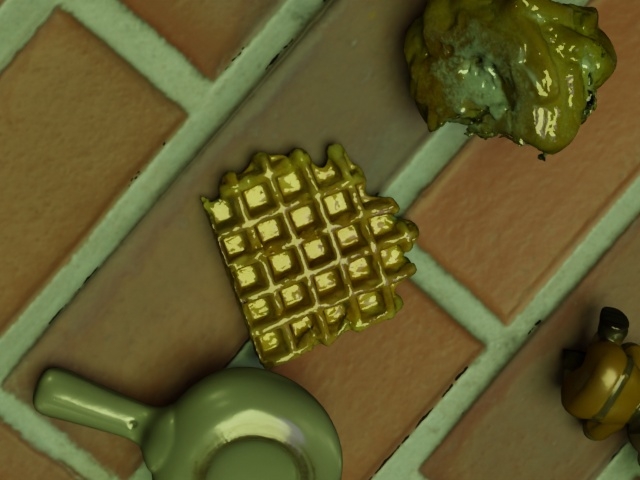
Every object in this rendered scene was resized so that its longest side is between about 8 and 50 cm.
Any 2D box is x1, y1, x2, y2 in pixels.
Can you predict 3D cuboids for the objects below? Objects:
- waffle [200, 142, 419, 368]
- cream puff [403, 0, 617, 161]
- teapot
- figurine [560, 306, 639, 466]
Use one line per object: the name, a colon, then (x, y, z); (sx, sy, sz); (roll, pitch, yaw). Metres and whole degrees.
waffle: (0.000, 0.000, 1.717); (0.219, 0.057, 0.229); (-20, 104, -8)
cream puff: (0.204, -0.200, 1.657); (0.194, 0.221, 0.195); (-36, 136, -45)
teapot: (-0.128, 0.201, 1.682); (0.318, 0.149, 0.220); (42, 97, -18)
figurine: (0.398, 0.198, 1.792); (0.256, 0.167, 0.192); (19, 110, -13)
